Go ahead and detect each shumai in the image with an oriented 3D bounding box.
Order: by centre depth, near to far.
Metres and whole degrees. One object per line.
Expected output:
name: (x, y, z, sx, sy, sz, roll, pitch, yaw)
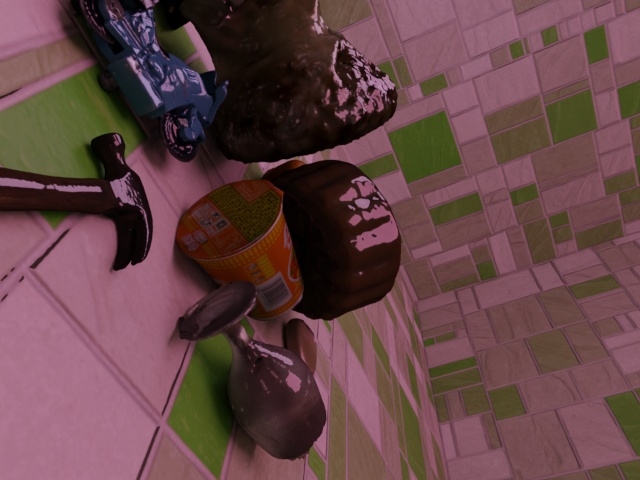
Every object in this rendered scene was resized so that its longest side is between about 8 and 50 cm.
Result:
shumai: (-0.060, -0.343, 0.942, 0.395, 0.396, 0.347, -65, 144, -70)

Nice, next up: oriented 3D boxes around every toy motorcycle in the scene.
toy motorcycle: (-0.236, -0.259, 0.736, 0.272, 0.124, 0.182, 63, 26, -28)

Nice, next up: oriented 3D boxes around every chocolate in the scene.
chocolate: (-0.269, -0.494, 0.943, 0.133, 0.156, 0.156, 48, 21, -18)

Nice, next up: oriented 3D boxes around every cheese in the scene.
cheese: (-0.035, 0.242, 0.956, 0.192, 0.038, 0.097, -95, 158, -49)

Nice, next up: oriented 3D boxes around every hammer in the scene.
hammer: (-0.286, -0.045, 0.416, 0.168, 0.044, 0.440, 69, 15, 5)

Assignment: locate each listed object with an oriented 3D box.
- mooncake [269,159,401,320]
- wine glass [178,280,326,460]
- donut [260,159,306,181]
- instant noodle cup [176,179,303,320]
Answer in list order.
mooncake: (0.000, 0.000, 0.919, 0.161, 0.290, 0.290, -21, 92, -34)
wine glass: (-0.084, 0.181, 0.690, 0.126, 0.127, 0.241, -82, 149, -62)
donut: (-0.056, -0.077, 1.163, 0.226, 0.114, 0.226, 58, 19, -34)
instant noodle cup: (-0.105, 0.026, 0.782, 0.168, 0.169, 0.184, -95, 168, -45)
